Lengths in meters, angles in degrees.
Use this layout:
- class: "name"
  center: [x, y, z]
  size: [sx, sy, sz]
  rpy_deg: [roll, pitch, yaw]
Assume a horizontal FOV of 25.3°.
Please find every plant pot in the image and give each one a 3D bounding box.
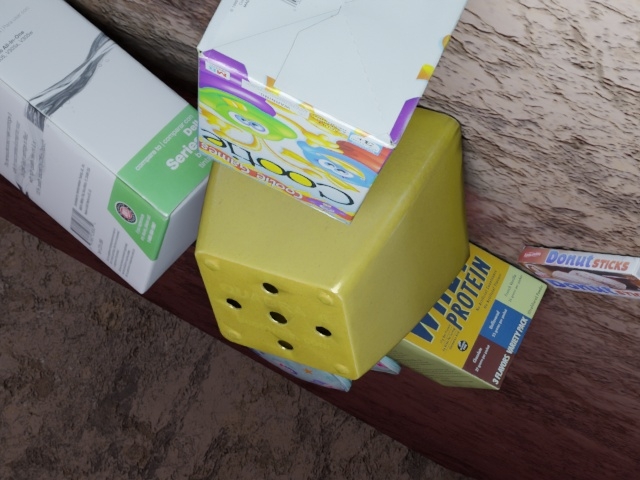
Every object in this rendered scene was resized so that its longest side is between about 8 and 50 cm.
- class: "plant pot"
  center: [0.000, 0.000, 1.301]
  size: [0.212, 0.187, 0.212]
  rpy_deg: [16, 148, 20]

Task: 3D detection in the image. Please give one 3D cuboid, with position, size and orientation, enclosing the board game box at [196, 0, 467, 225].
- class: "board game box"
  center: [0.003, -0.125, 1.031]
  size: [0.142, 0.144, 0.275]
  rpy_deg: [26, 170, 0]

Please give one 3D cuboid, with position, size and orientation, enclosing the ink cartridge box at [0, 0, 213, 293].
- class: "ink cartridge box"
  center: [-0.243, -0.109, 1.472]
  size: [0.289, 0.121, 0.211]
  rpy_deg: [40, 154, 4]

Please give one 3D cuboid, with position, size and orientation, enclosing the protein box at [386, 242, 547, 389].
- class: "protein box"
  center: [0.119, 0.069, 1.677]
  size: [0.201, 0.136, 0.200]
  rpy_deg: [28, 170, -10]

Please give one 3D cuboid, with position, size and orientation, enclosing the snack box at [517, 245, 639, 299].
- class: "snack box"
  center: [0.278, 0.033, 1.440]
  size: [0.064, 0.022, 0.178]
  rpy_deg: [31, 168, -28]

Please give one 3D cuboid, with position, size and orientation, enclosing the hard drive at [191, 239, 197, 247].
- class: "hard drive"
  center: [-0.251, -0.049, 2.202]
  size: [0.255, 0.054, 0.172]
  rpy_deg: [17, 165, 41]

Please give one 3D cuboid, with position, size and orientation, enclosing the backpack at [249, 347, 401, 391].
- class: "backpack"
  center: [0.010, 0.106, 2.008]
  size: [0.254, 0.191, 0.225]
  rpy_deg: [25, 169, -20]
